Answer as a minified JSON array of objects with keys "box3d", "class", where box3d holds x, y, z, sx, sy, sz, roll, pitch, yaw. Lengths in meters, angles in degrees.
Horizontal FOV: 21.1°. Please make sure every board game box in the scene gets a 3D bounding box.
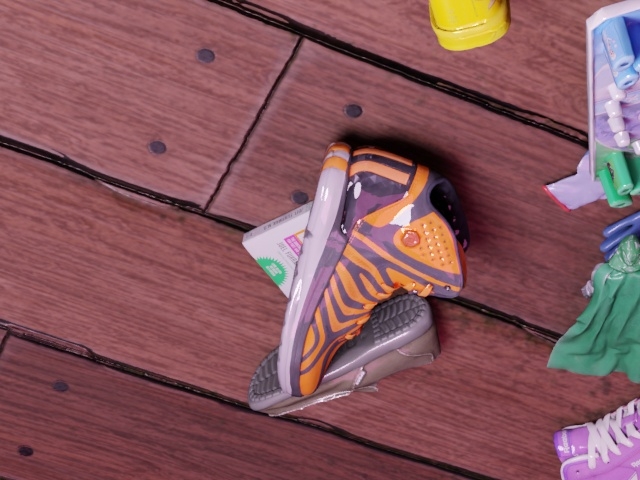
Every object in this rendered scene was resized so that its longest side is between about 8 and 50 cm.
[{"box3d":[0.440,-0.161,1.574,0.389,0.050,0.390,-17,160,3],"class":"board game box"}]

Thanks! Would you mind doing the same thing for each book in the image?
[{"box3d":[0.000,0.000,1.896,0.144,0.035,0.096,-26,123,23],"class":"book"}]

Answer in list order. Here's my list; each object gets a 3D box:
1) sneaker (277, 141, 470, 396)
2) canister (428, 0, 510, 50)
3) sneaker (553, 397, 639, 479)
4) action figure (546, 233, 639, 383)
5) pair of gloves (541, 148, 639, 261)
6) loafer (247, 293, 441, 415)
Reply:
[{"box3d":[0.060,0.054,1.831,0.180,0.125,0.321,14,127,-2],"class":"sneaker"},{"box3d":[0.118,-0.279,1.573,0.073,0.126,0.170,-13,129,12],"class":"canister"},{"box3d":[0.370,0.235,2.066,0.161,0.102,0.282,11,132,-5],"class":"sneaker"},{"box3d":[0.334,0.073,1.921,0.137,0.063,0.232,0,144,-1],"class":"action figure"},{"box3d":[0.346,-0.047,1.856,0.159,0.023,0.198,-31,125,27],"class":"pair of gloves"},{"box3d":[0.031,0.151,1.989,0.251,0.094,0.087,-23,124,20],"class":"loafer"}]
